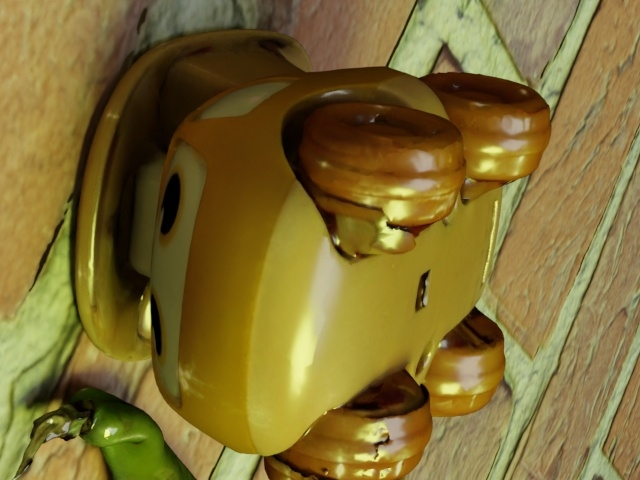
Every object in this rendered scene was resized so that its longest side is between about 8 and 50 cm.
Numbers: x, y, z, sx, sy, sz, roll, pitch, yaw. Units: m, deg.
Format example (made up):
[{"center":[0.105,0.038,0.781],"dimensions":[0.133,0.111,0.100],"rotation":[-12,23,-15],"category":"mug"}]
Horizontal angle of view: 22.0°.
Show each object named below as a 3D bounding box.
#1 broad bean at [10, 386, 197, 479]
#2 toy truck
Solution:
[{"center":[-0.103,0.180,0.992],"dimensions":[0.098,0.056,0.318],"rotation":[-54,143,-18],"category":"broad bean"},{"center":[0.000,0.000,0.900],"dimensions":[0.288,0.211,0.204],"rotation":[-28,129,-58],"category":"toy truck"}]
